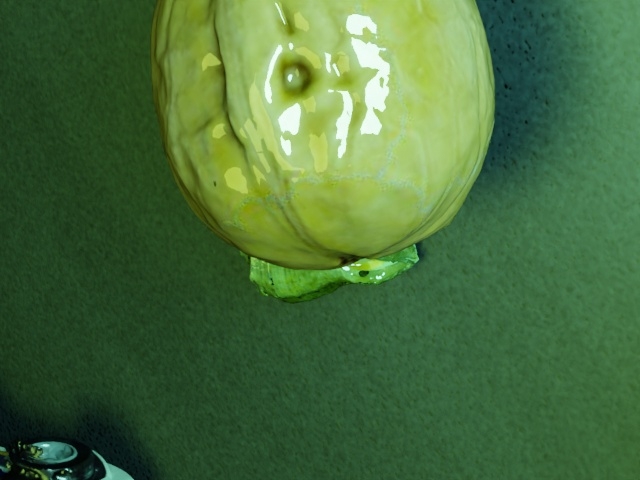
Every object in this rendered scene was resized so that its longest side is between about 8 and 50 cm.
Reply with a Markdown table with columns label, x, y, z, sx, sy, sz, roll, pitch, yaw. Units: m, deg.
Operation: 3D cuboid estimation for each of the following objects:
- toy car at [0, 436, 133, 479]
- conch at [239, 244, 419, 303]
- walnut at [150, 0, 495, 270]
| label | x | y | z | sx | sy | sz | roll | pitch | yaw |
| --- | --- | --- | --- | --- | --- | --- | --- | --- | --- |
| toy car | -0.270 | 0.226 | 1.416 | 0.301 | 0.118 | 0.193 | 14 | 109 | 37 |
| conch | 0.000 | 0.000 | 1.105 | 0.121 | 0.074 | 0.089 | 4 | 149 | 18 |
| walnut | -0.002 | -0.094 | 0.990 | 0.195 | 0.195 | 0.222 | -6 | 98 | 42 |
